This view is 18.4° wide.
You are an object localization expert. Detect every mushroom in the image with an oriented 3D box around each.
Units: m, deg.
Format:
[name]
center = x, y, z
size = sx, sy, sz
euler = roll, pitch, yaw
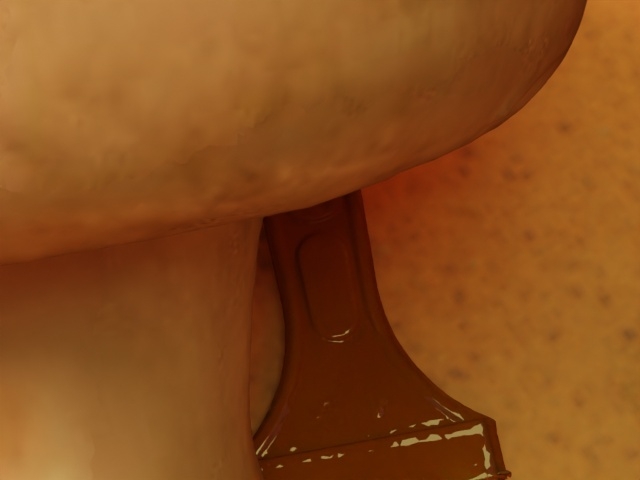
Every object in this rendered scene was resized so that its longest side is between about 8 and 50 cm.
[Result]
[mushroom]
center = -0.064, -0.042, 0.560
size = 0.297, 0.297, 0.290
euler = -10, 102, -4

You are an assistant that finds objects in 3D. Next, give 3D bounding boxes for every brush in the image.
[brush]
center = 0.000, 0.000, 0.659
size = 0.090, 0.017, 0.314
euler = -10, 68, -4
